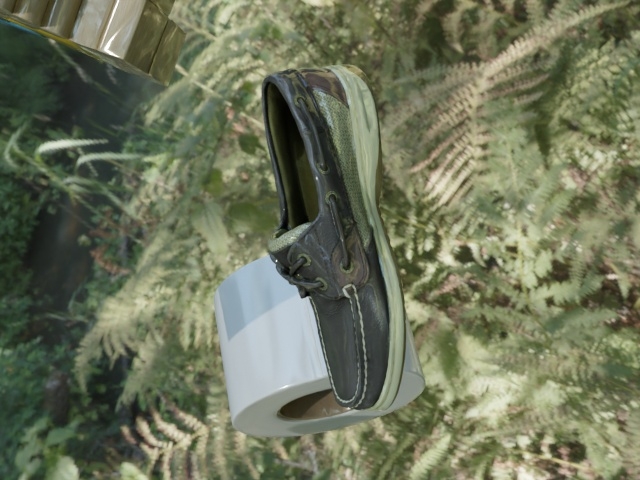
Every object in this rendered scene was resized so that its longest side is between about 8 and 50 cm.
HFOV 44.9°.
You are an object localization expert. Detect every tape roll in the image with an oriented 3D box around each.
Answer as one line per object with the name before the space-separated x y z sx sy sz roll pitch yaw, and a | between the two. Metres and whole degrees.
tape roll | -0.004 0.132 0.987 0.246 0.246 0.169 -34 56 34

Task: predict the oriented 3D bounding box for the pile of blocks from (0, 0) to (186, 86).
pile of blocks | -0.229 -0.210 0.452 0.149 0.362 0.112 22 93 45

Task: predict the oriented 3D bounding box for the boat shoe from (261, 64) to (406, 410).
boat shoe | 0.000 -0.001 0.490 0.080 0.073 0.223 -10 85 63
